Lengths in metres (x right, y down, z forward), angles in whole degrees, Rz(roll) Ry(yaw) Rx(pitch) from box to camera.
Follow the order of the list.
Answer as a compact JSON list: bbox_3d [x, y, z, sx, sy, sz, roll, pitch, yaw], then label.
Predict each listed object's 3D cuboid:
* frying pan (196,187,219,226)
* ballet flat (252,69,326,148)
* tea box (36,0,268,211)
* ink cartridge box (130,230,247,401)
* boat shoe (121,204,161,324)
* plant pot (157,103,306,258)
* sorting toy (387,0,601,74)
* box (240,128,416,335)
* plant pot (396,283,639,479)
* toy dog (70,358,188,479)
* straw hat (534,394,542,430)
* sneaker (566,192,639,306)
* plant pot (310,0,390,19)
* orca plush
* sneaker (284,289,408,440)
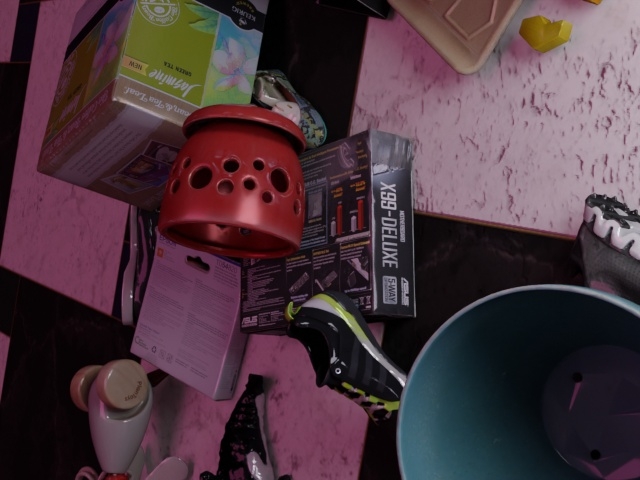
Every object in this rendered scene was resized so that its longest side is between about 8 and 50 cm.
[{"bbox_3d":[-0.211,-0.112,1.755,0.197,0.053,0.326,-66,29,14],"label":"frying pan"},{"bbox_3d":[-0.058,-0.199,1.558,0.188,0.070,0.070,51,123,44],"label":"ballet flat"},{"bbox_3d":[-0.267,-0.263,1.651,0.329,0.220,0.323,-26,51,52],"label":"tea box"},{"bbox_3d":[-0.203,0.115,1.672,0.223,0.045,0.224,23,102,39],"label":"ink cartridge box"},{"bbox_3d":[-0.294,0.002,1.817,0.114,0.091,0.302,154,119,-82],"label":"boat shoe"},{"bbox_3d":[-0.112,-0.078,1.381,0.191,0.191,0.174,-15,64,51],"label":"plant pot"},{"bbox_3d":[0.216,-0.315,1.243,0.229,0.041,0.307,-56,44,24],"label":"sorting toy"},{"bbox_3d":[0.000,0.000,1.434,0.307,0.076,0.242,-15,72,51],"label":"box"},{"bbox_3d":[0.241,0.177,0.952,0.290,0.195,0.290,2,94,29],"label":"plant pot"},{"bbox_3d":[-0.309,0.342,1.758,0.220,0.161,0.333,23,117,49],"label":"toy dog"},{"bbox_3d":[0.206,0.178,1.141,0.144,0.061,0.144,18,114,46],"label":"straw hat"},{"bbox_3d":[0.320,0.053,1.005,0.234,0.078,0.106,52,127,48],"label":"sneaker"},{"bbox_3d":[0.011,-0.431,1.427,0.188,0.187,0.167,27,92,52],"label":"plant pot"},{"bbox_3d":[-0.121,0.338,1.510,0.151,0.102,0.287,2,85,53],"label":"orca plush"},{"bbox_3d":[0.035,0.171,1.279,0.234,0.097,0.084,53,142,8],"label":"sneaker"}]
